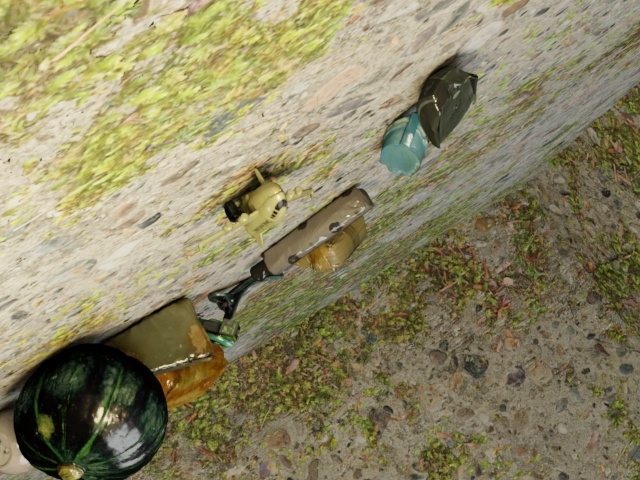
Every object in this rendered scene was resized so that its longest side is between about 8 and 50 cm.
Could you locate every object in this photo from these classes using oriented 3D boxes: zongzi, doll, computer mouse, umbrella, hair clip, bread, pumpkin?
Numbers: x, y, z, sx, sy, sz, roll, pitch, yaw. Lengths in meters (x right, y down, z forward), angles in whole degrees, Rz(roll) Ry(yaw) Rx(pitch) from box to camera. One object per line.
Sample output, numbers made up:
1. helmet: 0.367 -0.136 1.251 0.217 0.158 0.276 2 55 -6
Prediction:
1. zongzi: 0.000 0.000 2.234 0.197 0.099 0.194 0 -149 38
2. doll: -0.623 0.419 2.043 0.151 0.151 0.287 -37 173 22
3. computer mouse: 0.221 -0.250 1.656 0.126 0.071 0.231 -53 165 -2
4. umbrella: -0.026 -0.009 2.106 0.337 0.067 0.073 -35 158 17
5. hair clip: -0.174 0.118 2.294 0.048 0.083 0.275 -38 177 37
6. bread: -0.394 0.350 2.451 0.195 0.149 0.344 -49 166 17
7. pumpkin: -0.457 0.360 1.807 0.315 0.315 0.238 -41 -150 37

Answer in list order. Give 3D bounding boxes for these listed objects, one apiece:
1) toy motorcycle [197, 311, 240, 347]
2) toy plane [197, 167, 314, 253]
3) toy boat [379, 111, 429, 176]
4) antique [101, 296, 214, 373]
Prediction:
1. toy motorcycle: -0.271 0.203 2.160 0.100 0.173 0.058 83 24 -62
2. toy plane: -0.101 -0.052 1.539 0.229 0.092 0.244 -28 169 -20
3. toy boat: 0.171 -0.202 1.796 0.215 0.088 0.102 96 17 -77
4. antique: -0.389 0.247 2.006 0.284 0.150 0.125 -23 169 -15
